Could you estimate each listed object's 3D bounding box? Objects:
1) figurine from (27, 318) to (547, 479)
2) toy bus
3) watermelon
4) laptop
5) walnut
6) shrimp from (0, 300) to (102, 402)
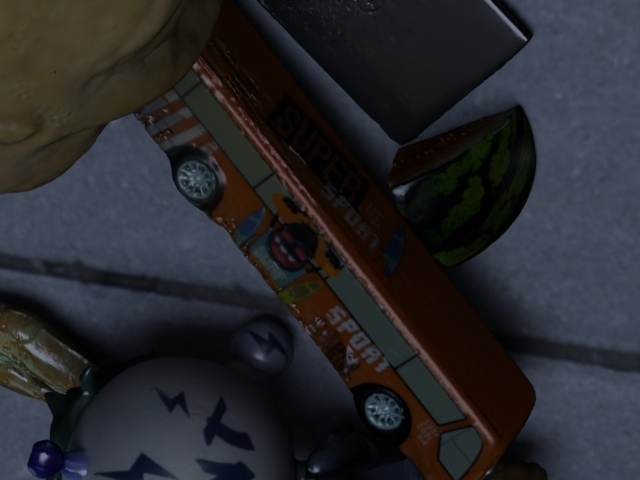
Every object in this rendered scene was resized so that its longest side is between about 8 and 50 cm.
[{"bbox_3d":[-0.031,0.191,1.442,0.382,0.261,0.186,10,152,-10],"label":"figurine"},{"bbox_3d":[0.000,0.000,1.356,0.092,0.093,0.409,-35,96,37],"label":"toy bus"},{"bbox_3d":[0.087,-0.033,1.370,0.094,0.125,0.135,33,146,28],"label":"watermelon"},{"bbox_3d":[0.036,-0.171,1.335,0.135,0.016,0.197,-38,101,29],"label":"laptop"},{"bbox_3d":[-0.219,-0.218,1.185,0.381,0.381,0.381,6,119,11],"label":"walnut"},{"bbox_3d":[-0.213,0.104,1.534,0.190,0.042,0.101,29,141,-2],"label":"shrimp"}]
